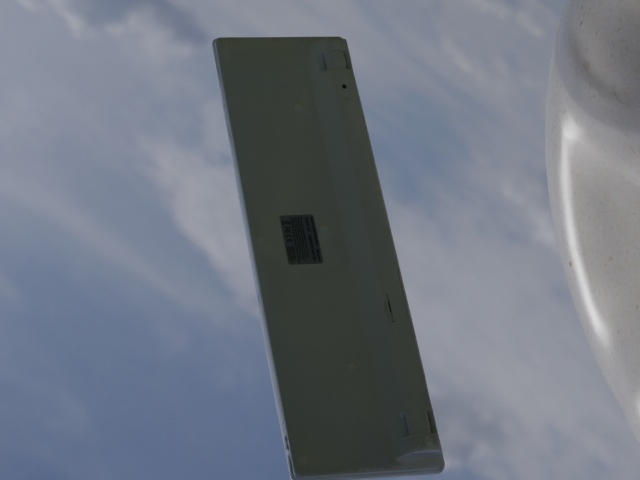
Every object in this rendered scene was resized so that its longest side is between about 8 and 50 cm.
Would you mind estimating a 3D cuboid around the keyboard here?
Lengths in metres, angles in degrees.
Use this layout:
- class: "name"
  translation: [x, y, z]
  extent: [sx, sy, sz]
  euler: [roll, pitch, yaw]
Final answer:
- class: "keyboard"
  translation: [0.000, 0.000, 0.884]
  extent: [0.072, 0.014, 0.256]
  euler: [-5, -123, -10]

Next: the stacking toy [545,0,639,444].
- class: "stacking toy"
  translation: [0.382, -0.053, 0.883]
  extent: [0.480, 0.350, 0.350]
  euler: [-16, -138, -26]
